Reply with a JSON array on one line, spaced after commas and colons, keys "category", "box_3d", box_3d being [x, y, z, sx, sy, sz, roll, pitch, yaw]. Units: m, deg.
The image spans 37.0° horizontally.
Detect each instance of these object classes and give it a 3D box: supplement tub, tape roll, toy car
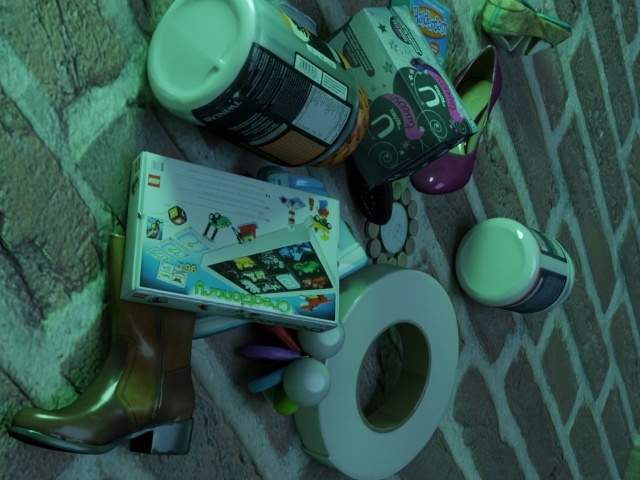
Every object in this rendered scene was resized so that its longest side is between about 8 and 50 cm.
[{"category": "supplement tub", "box_3d": [-0.074, -0.218, 1.352, 0.316, 0.193, 0.193, 23, 76, -55]}, {"category": "supplement tub", "box_3d": [0.435, 0.062, 2.113, 0.272, 0.191, 0.191, 16, 81, -54]}, {"category": "tape roll", "box_3d": [0.108, 0.236, 1.722, 0.392, 0.072, 0.392, -13, 109, -45]}, {"category": "toy car", "box_3d": [-0.055, 0.177, 1.497, 0.136, 0.159, 0.182, 23, 73, -18]}]

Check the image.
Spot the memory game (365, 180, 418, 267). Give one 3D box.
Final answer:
[{"category": "memory game", "box_3d": [0.138, -0.023, 1.837, 0.186, 0.012, 0.186, -11, 104, -53]}]

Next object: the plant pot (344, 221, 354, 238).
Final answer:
[{"category": "plant pot", "box_3d": [0.000, 0.000, 1.595, 0.079, 0.083, 0.083, 14, 83, -43]}]

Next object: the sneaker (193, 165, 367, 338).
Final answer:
[{"category": "sneaker", "box_3d": [-0.101, 0.008, 1.430, 0.319, 0.127, 0.208, -25, 90, -32]}]

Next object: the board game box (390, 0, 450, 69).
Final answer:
[{"category": "board game box", "box_3d": [0.183, -0.359, 1.825, 0.160, 0.047, 0.210, 9, 87, -55]}]

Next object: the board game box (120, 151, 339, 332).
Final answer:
[{"category": "board game box", "box_3d": [-0.113, 0.008, 1.302, 0.305, 0.053, 0.193, 13, 66, -29]}]

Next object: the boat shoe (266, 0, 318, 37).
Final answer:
[{"category": "boat shoe", "box_3d": [-0.078, -0.334, 1.446, 0.227, 0.079, 0.081, 19, 63, -55]}]

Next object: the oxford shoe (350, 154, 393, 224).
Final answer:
[{"category": "oxford shoe", "box_3d": [0.100, -0.139, 1.708, 0.096, 0.083, 0.227, -36, 123, -49]}]

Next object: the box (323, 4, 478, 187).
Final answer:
[{"category": "box", "box_3d": [0.111, -0.235, 1.554, 0.142, 0.163, 0.247, -23, 82, -52]}]

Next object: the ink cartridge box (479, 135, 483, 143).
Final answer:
[{"category": "ink cartridge box", "box_3d": [0.316, -0.220, 2.049, 0.083, 0.028, 0.048, -39, 125, -45]}]

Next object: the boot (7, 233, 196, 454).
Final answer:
[{"category": "boot", "box_3d": [-0.261, 0.129, 1.221, 0.264, 0.096, 0.280, 10, 78, -37]}]

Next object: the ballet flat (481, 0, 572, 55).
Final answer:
[{"category": "ballet flat", "box_3d": [0.461, -0.478, 2.167, 0.348, 0.123, 0.123, 2, 93, -56]}]

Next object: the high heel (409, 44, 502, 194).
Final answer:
[{"category": "high heel", "box_3d": [0.263, -0.237, 1.864, 0.377, 0.127, 0.181, -60, 161, -51]}]
